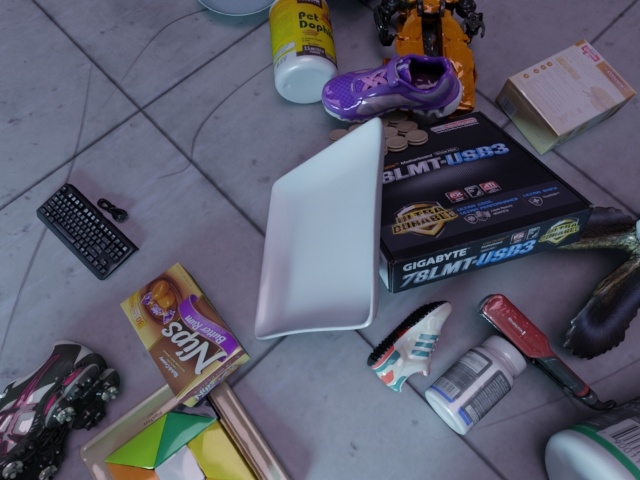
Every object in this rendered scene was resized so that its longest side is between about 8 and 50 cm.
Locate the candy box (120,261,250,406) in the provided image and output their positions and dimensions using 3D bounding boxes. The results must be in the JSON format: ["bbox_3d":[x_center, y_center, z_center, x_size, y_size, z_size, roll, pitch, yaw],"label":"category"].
[{"bbox_3d":[-0.202,0.134,0.657,0.109,0.053,0.187,-37,61,-13],"label":"candy box"}]

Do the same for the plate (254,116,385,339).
[{"bbox_3d":[0.000,0.000,0.644,0.045,0.278,0.277,17,67,-33],"label":"plate"}]

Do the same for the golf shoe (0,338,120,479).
[{"bbox_3d":[-0.410,0.268,0.614,0.120,0.105,0.273,29,67,28],"label":"golf shoe"}]

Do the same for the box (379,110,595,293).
[{"bbox_3d":[0.188,-0.078,0.688,0.295,0.073,0.293,-15,45,-7],"label":"box"}]

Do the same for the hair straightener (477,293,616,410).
[{"bbox_3d":[0.329,0.165,0.655,0.230,0.089,0.047,40,90,9],"label":"hair straightener"}]

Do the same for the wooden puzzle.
[{"bbox_3d":[-0.187,0.322,0.614,0.221,0.044,0.239,-36,75,-13],"label":"wooden puzzle"}]

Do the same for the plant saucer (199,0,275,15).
[{"bbox_3d":[-0.167,-0.529,0.922,0.195,0.037,0.195,1,70,-2],"label":"plant saucer"}]

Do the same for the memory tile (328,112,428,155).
[{"bbox_3d":[0.095,-0.173,0.746,0.148,0.012,0.113,-18,42,-10],"label":"memory tile"}]

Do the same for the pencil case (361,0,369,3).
[{"bbox_3d":[0.056,-0.564,0.922,0.151,0.070,0.064,42,75,12],"label":"pencil case"}]

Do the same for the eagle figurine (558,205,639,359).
[{"bbox_3d":[0.473,0.016,0.686,0.298,0.225,0.226,-30,26,19],"label":"eagle figurine"}]

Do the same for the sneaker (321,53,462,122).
[{"bbox_3d":[0.114,-0.258,0.728,0.236,0.104,0.095,0,83,12],"label":"sneaker"}]

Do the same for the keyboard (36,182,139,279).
[{"bbox_3d":[-0.386,-0.028,0.747,0.180,0.023,0.108,41,74,11],"label":"keyboard"}]

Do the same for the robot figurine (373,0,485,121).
[{"bbox_3d":[0.204,-0.364,0.846,0.211,0.085,0.291,2,71,-1],"label":"robot figurine"}]

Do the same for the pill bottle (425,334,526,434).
[{"bbox_3d":[0.227,0.206,0.645,0.137,0.078,0.078,-37,75,-13],"label":"pill bottle"}]

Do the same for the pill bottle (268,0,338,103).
[{"bbox_3d":[-0.035,-0.376,0.827,0.117,0.117,0.215,-6,71,-3],"label":"pill bottle"}]

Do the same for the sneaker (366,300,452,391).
[{"bbox_3d":[0.150,0.162,0.679,0.161,0.057,0.075,-38,92,-15],"label":"sneaker"}]

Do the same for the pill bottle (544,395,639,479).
[{"bbox_3d":[0.502,0.280,0.557,0.361,0.204,0.204,-18,72,-7],"label":"pill bottle"}]

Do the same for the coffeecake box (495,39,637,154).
[{"bbox_3d":[0.452,-0.267,0.824,0.185,0.068,0.142,-28,73,-10],"label":"coffeecake box"}]
